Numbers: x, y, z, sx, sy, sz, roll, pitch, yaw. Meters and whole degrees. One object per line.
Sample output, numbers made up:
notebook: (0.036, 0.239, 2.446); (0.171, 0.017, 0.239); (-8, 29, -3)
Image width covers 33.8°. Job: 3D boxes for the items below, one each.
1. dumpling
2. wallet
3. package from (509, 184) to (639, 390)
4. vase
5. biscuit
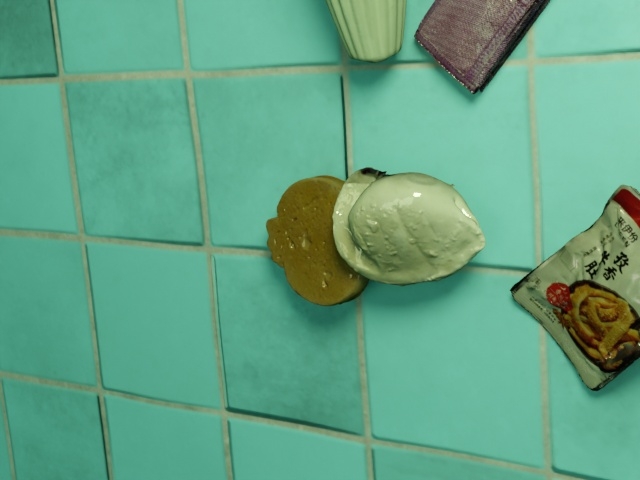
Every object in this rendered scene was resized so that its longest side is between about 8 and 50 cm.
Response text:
dumpling: (0.102, -0.014, 1.259); (0.177, 0.092, 0.150); (15, 119, -1)
wallet: (0.182, -0.260, 1.184); (0.111, 0.030, 0.166); (44, 123, 15)
package: (0.315, 0.056, 1.149); (0.154, 0.030, 0.239); (53, 140, 15)
vase: (0.045, -0.330, 1.205); (0.128, 0.128, 0.248); (3, 113, 33)
biscuit: (0.003, 0.000, 1.366); (0.170, 0.050, 0.170); (7, 101, 40)
